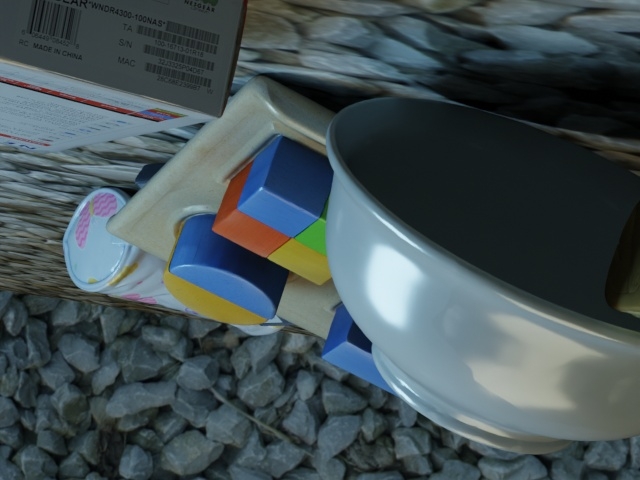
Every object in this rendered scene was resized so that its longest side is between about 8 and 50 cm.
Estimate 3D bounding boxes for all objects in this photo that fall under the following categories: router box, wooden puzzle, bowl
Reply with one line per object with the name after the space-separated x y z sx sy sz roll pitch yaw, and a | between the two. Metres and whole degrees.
-0.256 -0.135 1.128 0.335 0.082 0.301 14 172 -26 | router box
0.024 0.027 1.490 0.322 0.080 0.348 27 156 -16 | wooden puzzle
0.121 0.038 1.222 0.298 0.134 0.298 19 -158 -8 | bowl

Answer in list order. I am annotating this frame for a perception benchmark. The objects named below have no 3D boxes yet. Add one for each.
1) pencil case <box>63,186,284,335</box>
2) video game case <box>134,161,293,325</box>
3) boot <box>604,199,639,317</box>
-0.141 0.025 2.118 0.273 0.113 0.124 17 175 -41 | pencil case
0.000 0.000 1.620 0.274 0.026 0.196 -5 136 42 | video game case
0.275 0.045 1.000 0.203 0.095 0.262 21 178 -11 | boot
